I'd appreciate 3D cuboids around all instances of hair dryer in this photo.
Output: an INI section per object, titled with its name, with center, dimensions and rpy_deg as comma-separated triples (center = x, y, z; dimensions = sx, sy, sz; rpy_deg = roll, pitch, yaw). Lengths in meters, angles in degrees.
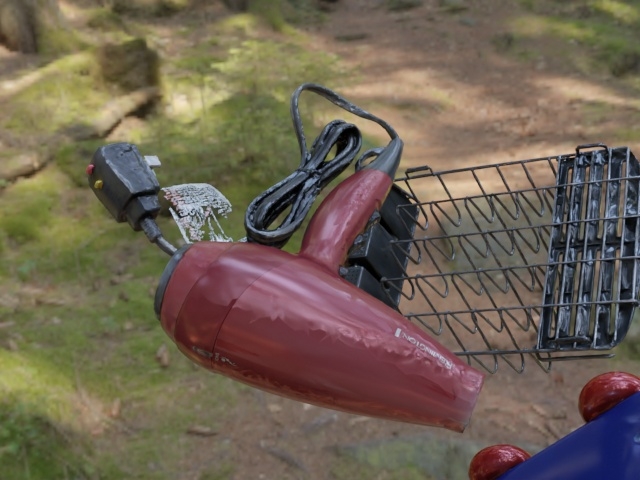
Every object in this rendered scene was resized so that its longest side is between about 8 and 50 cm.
[hair dryer]
center = 0.000, 0.000, 0.586
dimensions = 0.224, 0.080, 0.293
rpy_deg = -21, 56, -20

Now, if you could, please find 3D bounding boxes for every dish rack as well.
[dish rack]
center = 0.133, 0.023, 0.765
dimensions = 0.272, 0.208, 0.074
rpy_deg = -7, -37, 32

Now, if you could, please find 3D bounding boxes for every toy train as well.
[toy train]
center = 0.202, 0.142, 0.511
dimensions = 0.248, 0.143, 0.105
rpy_deg = -42, 22, 31
